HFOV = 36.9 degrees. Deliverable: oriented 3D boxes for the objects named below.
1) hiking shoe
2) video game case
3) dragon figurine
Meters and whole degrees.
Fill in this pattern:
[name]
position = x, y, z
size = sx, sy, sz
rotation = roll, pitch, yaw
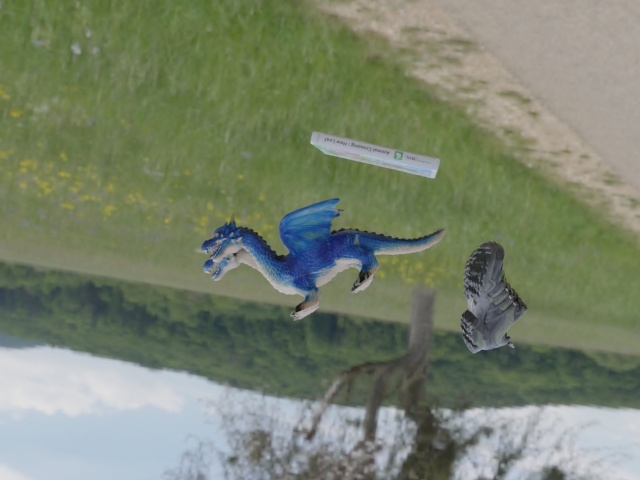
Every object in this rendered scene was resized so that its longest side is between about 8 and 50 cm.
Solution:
[hiking shoe]
position = 0.333, 0.103, 1.810
size = 0.114, 0.227, 0.086
rotation = -3, -154, -16
[video game case]
position = 0.090, -0.133, 1.514
size = 0.193, 0.023, 0.212
rotation = 13, -178, 5
[dragon figurine]
position = 0.000, 0.000, 1.146
size = 0.289, 0.144, 0.085
rotation = -25, 171, 0
